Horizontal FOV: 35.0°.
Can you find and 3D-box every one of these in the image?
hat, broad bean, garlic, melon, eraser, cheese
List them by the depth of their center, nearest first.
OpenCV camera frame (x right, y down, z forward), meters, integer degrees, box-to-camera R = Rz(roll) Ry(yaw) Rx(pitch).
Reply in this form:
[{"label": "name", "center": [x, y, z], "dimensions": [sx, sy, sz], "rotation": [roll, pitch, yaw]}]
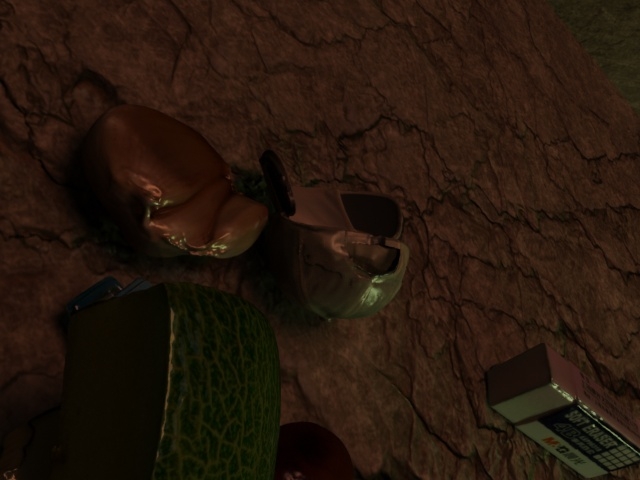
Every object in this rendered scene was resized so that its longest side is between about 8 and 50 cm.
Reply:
[{"label": "melon", "center": [-0.147, 0.228, 0.862], "dimensions": [0.226, 0.331, 0.344], "rotation": [1, 76, -4]}, {"label": "cheese", "center": [-0.216, 0.277, 0.924], "dimensions": [0.127, 0.050, 0.255], "rotation": [-19, 81, -56]}, {"label": "broad bean", "center": [-0.020, 0.265, 1.162], "dimensions": [0.114, 0.084, 0.165], "rotation": [55, 28, -4]}, {"label": "garlic", "center": [-0.187, -0.058, 1.170], "dimensions": [0.217, 0.110, 0.228], "rotation": [52, 22, 9]}, {"label": "hat", "center": [-0.002, -0.007, 1.344], "dimensions": [0.232, 0.161, 0.275], "rotation": [22, 25, -41]}, {"label": "eraser", "center": [0.406, 0.285, 1.663], "dimensions": [0.287, 0.130, 0.086], "rotation": [36, 38, -30]}]

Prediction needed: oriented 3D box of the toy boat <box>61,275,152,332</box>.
[{"label": "toy boat", "center": [-0.164, 0.142, 1.053], "dimensions": [0.238, 0.098, 0.109], "rotation": [57, 37, -6]}]
